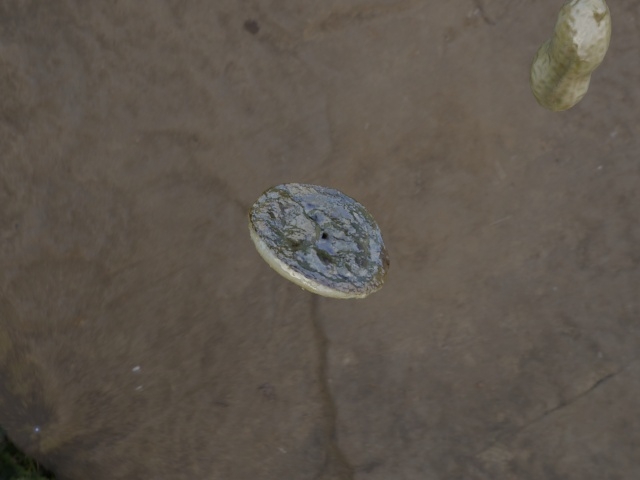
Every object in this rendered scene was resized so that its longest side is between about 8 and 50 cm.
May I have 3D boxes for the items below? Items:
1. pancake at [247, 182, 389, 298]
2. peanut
[{"bbox_3d":[0.000,0.000,0.993,0.158,0.028,0.158,17,44,-17],"label":"pancake"},{"bbox_3d":[0.141,-0.104,0.543,0.037,0.083,0.037,6,56,-9],"label":"peanut"}]
